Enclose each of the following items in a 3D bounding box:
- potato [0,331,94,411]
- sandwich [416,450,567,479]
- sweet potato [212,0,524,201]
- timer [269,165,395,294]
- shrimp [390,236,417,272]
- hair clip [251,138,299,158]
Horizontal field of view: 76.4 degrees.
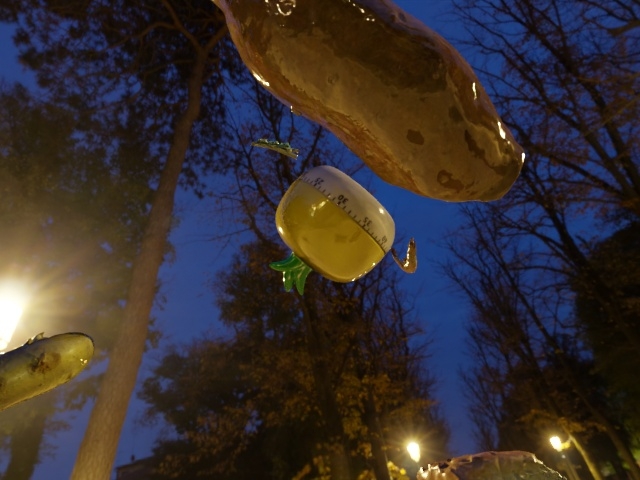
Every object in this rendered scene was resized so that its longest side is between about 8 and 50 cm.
[{"bbox_3d":[-0.424,0.188,0.584,0.188,0.085,0.105,-25,-1,-35],"label":"potato"},{"bbox_3d":[0.207,0.264,0.219,0.254,0.288,0.099,-4,-39,-7],"label":"sandwich"},{"bbox_3d":[0.037,-0.172,0.408,0.370,0.158,0.158,36,-54,-13],"label":"sweet potato"},{"bbox_3d":[0.000,0.000,0.904,0.285,0.285,0.285,-8,-37,-6],"label":"timer"},{"bbox_3d":[0.207,0.030,1.017,0.023,0.083,0.114,-31,-45,-29],"label":"shrimp"},{"bbox_3d":[-0.159,-0.327,1.427,0.173,0.049,0.049,11,-43,-23],"label":"hair clip"}]
